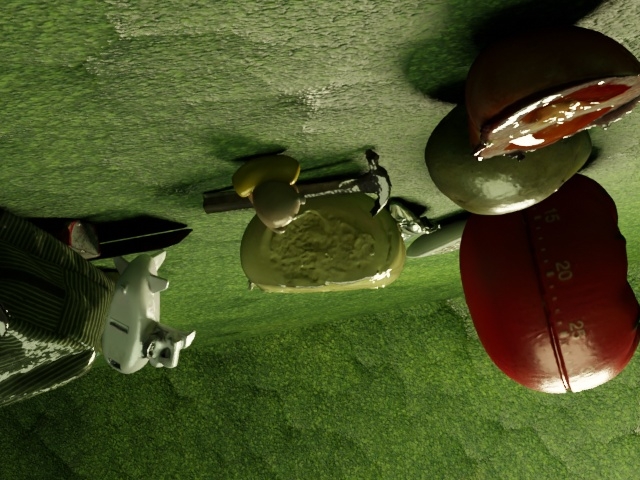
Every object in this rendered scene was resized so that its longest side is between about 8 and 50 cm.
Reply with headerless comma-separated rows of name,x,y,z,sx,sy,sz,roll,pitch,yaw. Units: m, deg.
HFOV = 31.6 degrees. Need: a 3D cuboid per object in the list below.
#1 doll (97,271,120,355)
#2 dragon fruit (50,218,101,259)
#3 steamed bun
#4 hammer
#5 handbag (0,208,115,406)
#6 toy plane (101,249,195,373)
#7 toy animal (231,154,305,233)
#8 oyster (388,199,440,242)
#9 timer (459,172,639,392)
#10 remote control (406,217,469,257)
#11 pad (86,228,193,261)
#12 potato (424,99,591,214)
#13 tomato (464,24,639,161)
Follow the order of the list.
doll,-0.445,0.159,2.302,0.260,0.177,0.161,-17,-159,45
dragon fruit,-0.391,0.000,1.778,0.060,0.056,0.083,-16,164,27
steamed bun,0.000,0.000,1.820,0.273,0.166,0.232,-4,177,10
hammer,-0.040,-0.072,1.677,0.297,0.027,0.125,-6,134,16
handbag,-0.504,0.106,1.688,0.340,0.247,0.240,-14,136,24
toy plane,-0.348,0.137,2.120,0.252,0.252,0.118,-15,-172,32
toy animal,-0.059,-0.067,1.560,0.091,0.114,0.082,-39,159,-6
oyster,0.141,-0.007,2.109,0.199,0.087,0.252,-27,169,33
timer,0.391,0.073,1.931,0.279,0.378,0.378,-15,169,11
remote control,0.303,-0.029,2.249,0.109,0.055,0.313,-8,168,-43
pad,-0.352,0.016,1.883,0.267,0.004,0.181,-9,-170,6
potato,0.234,-0.113,1.407,0.235,0.160,0.178,-19,-145,-32
tomato,0.243,-0.171,1.198,0.199,0.112,0.228,-15,170,-6
